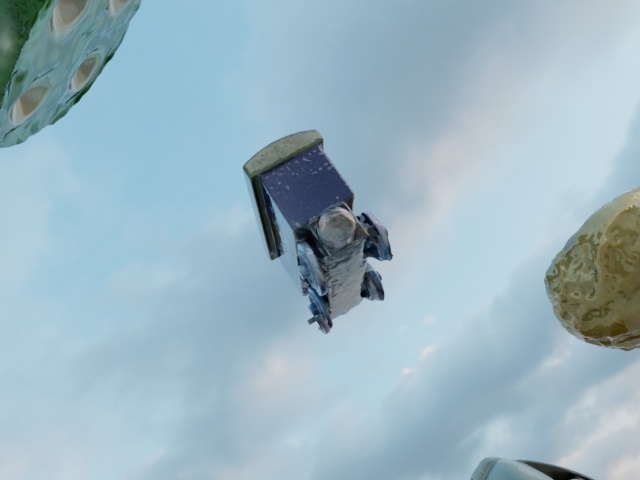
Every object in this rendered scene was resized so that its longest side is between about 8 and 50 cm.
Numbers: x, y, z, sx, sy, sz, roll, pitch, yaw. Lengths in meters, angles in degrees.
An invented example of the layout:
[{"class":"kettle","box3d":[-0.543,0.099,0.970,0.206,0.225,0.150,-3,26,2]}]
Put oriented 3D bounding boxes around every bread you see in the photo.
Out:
[{"class":"bread","box3d":[0.389,0.040,0.643,0.245,0.134,0.244,-27,-36,-22]}]

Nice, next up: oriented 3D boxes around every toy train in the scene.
[{"class":"toy train","box3d":[0.000,0.000,0.740,0.131,0.201,0.299,-28,-23,-12]}]

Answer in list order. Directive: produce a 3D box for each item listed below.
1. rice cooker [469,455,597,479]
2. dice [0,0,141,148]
[{"class":"rice cooker","box3d":[0.323,0.483,0.715,0.325,0.335,0.335,-57,-44,-9]},{"class":"dice","box3d":[-0.376,-0.291,0.549,0.287,0.300,0.297,36,-61,-14]}]
